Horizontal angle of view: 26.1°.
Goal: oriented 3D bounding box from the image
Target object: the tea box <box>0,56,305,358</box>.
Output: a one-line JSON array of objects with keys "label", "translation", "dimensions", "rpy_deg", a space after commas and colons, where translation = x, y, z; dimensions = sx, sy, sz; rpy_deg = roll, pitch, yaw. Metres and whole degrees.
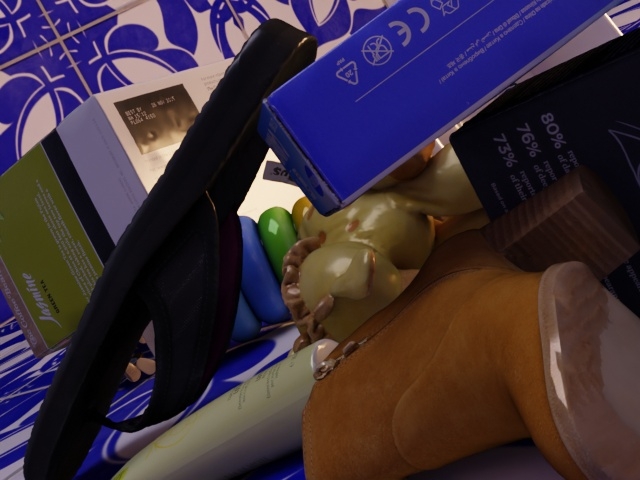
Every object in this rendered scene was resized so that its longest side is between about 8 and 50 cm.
[{"label": "tea box", "translation": [-0.201, -0.050, 1.718], "dimensions": [0.323, 0.220, 0.329], "rpy_deg": [-31, -5, 43]}]

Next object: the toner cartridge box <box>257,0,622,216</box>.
[{"label": "toner cartridge box", "translation": [0.124, -0.146, 0.808], "dimensions": [0.348, 0.075, 0.165], "rpy_deg": [-36, 0, -3]}]

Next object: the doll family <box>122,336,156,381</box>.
[{"label": "doll family", "translation": [-0.179, 0.098, 1.547], "dimensions": [0.193, 0.076, 0.111], "rpy_deg": [-27, 2, -27]}]

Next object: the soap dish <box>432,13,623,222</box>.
[{"label": "soap dish", "translation": [0.157, -0.122, 1.258], "dimensions": [0.291, 0.229, 0.118], "rpy_deg": [-34, -7, -32]}]

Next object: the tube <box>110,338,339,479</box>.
[{"label": "tube", "translation": [-0.078, 0.142, 0.957], "dimensions": [0.240, 0.062, 0.070], "rpy_deg": [-30, -34, 28]}]

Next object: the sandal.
[{"label": "sandal", "translation": [-0.107, 0.032, 1.134], "dimensions": [0.446, 0.107, 0.167], "rpy_deg": [-60, -7, 5]}]

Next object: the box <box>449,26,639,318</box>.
[{"label": "box", "translation": [0.208, -0.048, 0.819], "dimensions": [0.207, 0.153, 0.108], "rpy_deg": [-22, 10, 33]}]

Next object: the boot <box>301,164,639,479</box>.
[{"label": "boot", "translation": [0.074, 0.088, 0.706], "dimensions": [0.211, 0.104, 0.295], "rpy_deg": [-41, 14, 22]}]

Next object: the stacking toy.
[{"label": "stacking toy", "translation": [-0.025, 0.009, 1.369], "dimensions": [0.330, 0.141, 0.141], "rpy_deg": [-24, 8, 4]}]

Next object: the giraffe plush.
[{"label": "giraffe plush", "translation": [0.043, 0.015, 1.015], "dimensions": [0.210, 0.181, 0.170], "rpy_deg": [2, 42, 12]}]
